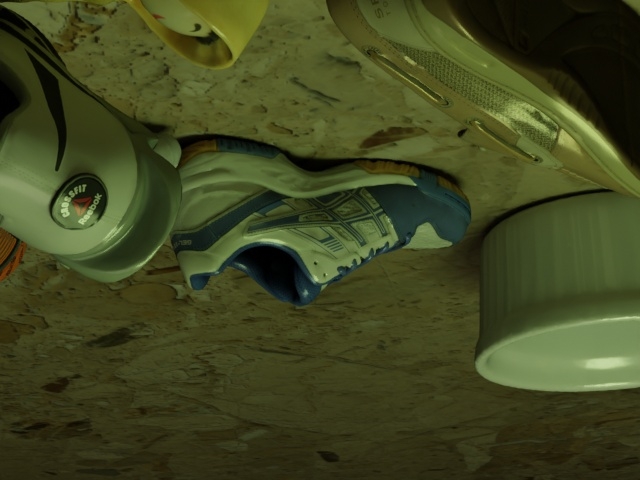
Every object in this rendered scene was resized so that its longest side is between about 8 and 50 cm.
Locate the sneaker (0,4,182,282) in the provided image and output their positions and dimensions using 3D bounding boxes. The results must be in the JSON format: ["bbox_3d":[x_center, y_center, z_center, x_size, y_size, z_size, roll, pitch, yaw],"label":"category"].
[{"bbox_3d":[-0.227,-0.096,0.957,0.330,0.122,0.146,29,179,42],"label":"sneaker"}]

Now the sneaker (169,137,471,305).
[{"bbox_3d":[0.000,0.000,1.394,0.296,0.131,0.112,5,158,-25],"label":"sneaker"}]

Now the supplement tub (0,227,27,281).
[{"bbox_3d":[-0.311,-0.030,1.288,0.117,0.117,0.190,-5,160,8],"label":"supplement tub"}]

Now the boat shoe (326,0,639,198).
[{"bbox_3d":[0.143,-0.117,1.113,0.110,0.122,0.341,-13,149,39],"label":"boat shoe"}]

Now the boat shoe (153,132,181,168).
[{"bbox_3d":[-0.180,-0.046,1.352,0.063,0.066,0.184,-30,175,-40],"label":"boat shoe"}]

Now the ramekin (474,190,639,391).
[{"bbox_3d":[0.285,0.052,1.572,0.277,0.135,0.277,-2,162,-1],"label":"ramekin"}]

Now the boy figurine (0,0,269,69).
[{"bbox_3d":[-0.166,-0.170,0.933,0.285,0.092,0.177,13,165,-28],"label":"boy figurine"}]
